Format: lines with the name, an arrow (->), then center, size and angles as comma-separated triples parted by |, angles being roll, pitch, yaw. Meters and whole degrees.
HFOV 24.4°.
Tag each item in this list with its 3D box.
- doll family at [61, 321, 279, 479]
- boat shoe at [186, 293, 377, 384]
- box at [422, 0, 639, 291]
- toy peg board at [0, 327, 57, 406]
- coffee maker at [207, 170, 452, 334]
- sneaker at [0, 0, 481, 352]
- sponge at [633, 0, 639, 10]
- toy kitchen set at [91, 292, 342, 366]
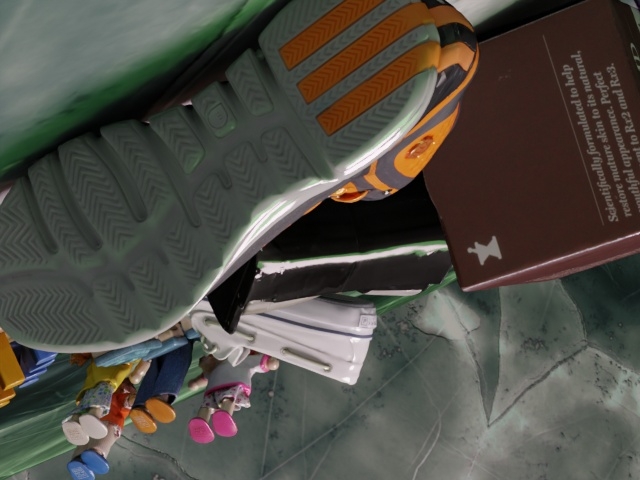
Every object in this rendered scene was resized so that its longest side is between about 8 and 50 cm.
doll family -> -0.179, 0.134, 1.555 | 0.263, 0.118, 0.163 | -20, -148, 25
boat shoe -> -0.069, 0.065, 1.208 | 0.226, 0.076, 0.083 | 12, -175, 17
box -> 0.189, -0.067, 1.104 | 0.167, 0.168, 0.203 | -19, 173, 25
toy peg board -> -0.298, 0.125, 1.294 | 0.160, 0.079, 0.161 | -22, 173, -24
coffee maker -> 0.013, -0.010, 1.107 | 0.178, 0.120, 0.171 | -9, 171, -24
sneaker -> -0.038, -0.032, 0.869 | 0.321, 0.125, 0.180 | -28, 171, 21
sponge -> 0.301, -0.207, 1.155 | 0.117, 0.031, 0.210 | -28, 171, 13
toy kitchen set -> -0.098, 0.070, 1.415 | 0.207, 0.122, 0.166 | -27, 173, 11
